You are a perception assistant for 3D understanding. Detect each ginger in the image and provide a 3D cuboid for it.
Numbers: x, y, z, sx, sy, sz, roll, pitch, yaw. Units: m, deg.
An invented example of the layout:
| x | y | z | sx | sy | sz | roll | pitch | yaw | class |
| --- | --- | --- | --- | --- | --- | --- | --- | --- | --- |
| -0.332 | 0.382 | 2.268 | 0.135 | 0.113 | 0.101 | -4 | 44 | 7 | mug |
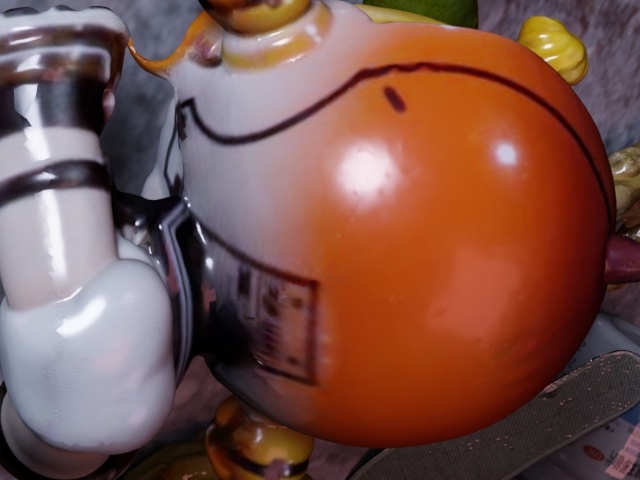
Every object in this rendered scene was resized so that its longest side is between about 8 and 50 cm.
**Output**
| x | y | z | sx | sy | sz | roll | pitch | yaw | class |
| --- | --- | --- | --- | --- | --- | --- | --- | --- | --- |
| 0.181 | -0.020 | 1.243 | 0.176 | 0.052 | 0.193 | -46 | 154 | -6 | ginger |

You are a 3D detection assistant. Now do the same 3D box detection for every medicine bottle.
| x | y | z | sx | sy | sz | roll | pitch | yaw | class |
| --- | --- | --- | --- | --- | --- | --- | --- | --- | --- |
| 0.198 | 0.145 | 1.370 | 0.105 | 0.105 | 0.168 | 14 | 111 | -54 | medicine bottle |

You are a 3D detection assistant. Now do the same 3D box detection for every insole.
| x | y | z | sx | sy | sz | roll | pitch | yaw | class |
| --- | --- | --- | --- | --- | --- | --- | --- | --- | --- |
| 0.123 | 0.139 | 1.289 | 0.232 | 0.003 | 0.080 | -24 | 124 | -3 | insole |

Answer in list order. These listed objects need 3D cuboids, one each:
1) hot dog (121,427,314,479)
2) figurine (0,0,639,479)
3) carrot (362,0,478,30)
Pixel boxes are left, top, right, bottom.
| x | y | z | sx | sy | sz | roll | pitch | yaw | class |
| --- | --- | --- | --- | --- | --- | --- | --- | --- | --- |
| -0.054 | 0.229 | 1.150 | 0.175 | 0.114 | 0.259 | -40 | 146 | -17 | hot dog |
| 0.000 | 0.003 | 0.884 | 0.323 | 0.196 | 0.320 | -13 | 125 | -17 | figurine |
| 0.051 | -0.088 | 1.012 | 0.074 | 0.074 | 0.359 | -30 | 138 | -28 | carrot |
